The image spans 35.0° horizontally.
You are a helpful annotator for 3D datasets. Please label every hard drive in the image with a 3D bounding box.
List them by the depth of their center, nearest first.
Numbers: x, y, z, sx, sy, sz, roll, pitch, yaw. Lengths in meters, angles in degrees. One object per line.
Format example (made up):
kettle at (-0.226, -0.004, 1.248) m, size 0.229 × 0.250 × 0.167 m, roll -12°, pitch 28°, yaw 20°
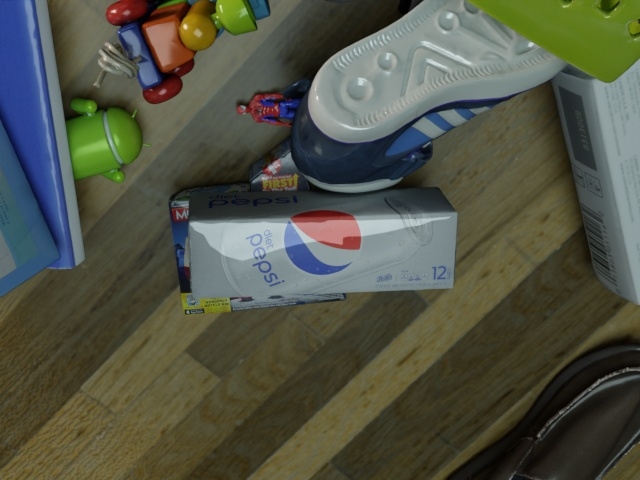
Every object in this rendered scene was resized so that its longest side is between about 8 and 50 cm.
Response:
hard drive at (-0.371, -0.128, 1.080) m, size 0.210 × 0.040 × 0.318 m, roll 4°, pitch 113°, yaw 17°

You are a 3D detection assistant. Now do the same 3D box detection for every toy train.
toy train at (-0.126, -0.203, 0.989) m, size 0.143 × 0.248 × 0.105 m, roll -19°, pitch 112°, yaw 10°

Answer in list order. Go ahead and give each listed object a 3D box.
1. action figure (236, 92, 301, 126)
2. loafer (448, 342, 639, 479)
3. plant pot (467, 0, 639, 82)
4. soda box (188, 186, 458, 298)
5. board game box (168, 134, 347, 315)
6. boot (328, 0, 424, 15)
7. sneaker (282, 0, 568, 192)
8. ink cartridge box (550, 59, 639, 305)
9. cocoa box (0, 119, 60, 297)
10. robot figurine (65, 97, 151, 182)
action figure at (-0.037, -0.148, 1.146) m, size 0.115 × 0.030 × 0.038 m, roll -1°, pitch 117°, yaw -3°
loafer at (0.313, 0.286, 1.294) m, size 0.134 × 0.130 × 0.366 m, roll 39°, pitch 104°, yaw -18°
plant pot at (0.244, -0.318, 0.902) m, size 0.228 × 0.227 × 0.207 m, roll 23°, pitch 142°, yaw -23°
soda box at (0.000, 0.000, 1.106) m, size 0.286 × 0.098 × 0.091 m, roll -2°, pitch 111°, yaw -5°
board game box at (-0.073, -0.019, 1.176) m, size 0.194 × 0.060 × 0.194 m, roll -5°, pitch 111°, yaw -3°
boot at (0.071, -0.376, 1.027) m, size 0.264 × 0.096 × 0.280 m, roll 11°, pitch 110°, yaw -9°
sneaker at (0.114, -0.157, 1.086) m, size 0.323 × 0.236 × 0.130 m, roll -25°, pitch 79°, yaw -13°
ink cartridge box at (0.461, -0.146, 1.152) m, size 0.385 × 0.091 × 0.308 m, roll -30°, pitch 123°, yaw -11°
cocoa box at (-0.458, -0.073, 0.974) m, size 0.228 × 0.231 × 0.347 m, roll -13°, pitch 106°, yaw 26°
robot figurine at (-0.249, -0.107, 1.121) m, size 0.115 × 0.067 × 0.101 m, roll -17°, pitch 117°, yaw 2°
